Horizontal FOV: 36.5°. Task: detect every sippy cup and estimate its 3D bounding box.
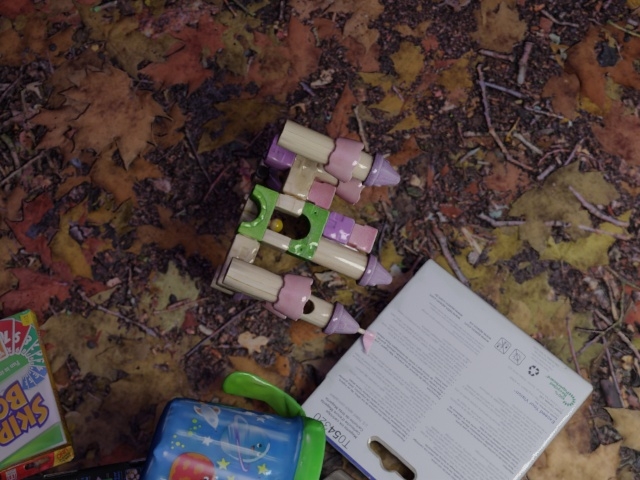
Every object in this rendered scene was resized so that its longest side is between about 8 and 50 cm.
[{"bbox_3d":[-0.136,0.331,1.367,0.224,0.305,0.240,21,96,-7],"label":"sippy cup"}]

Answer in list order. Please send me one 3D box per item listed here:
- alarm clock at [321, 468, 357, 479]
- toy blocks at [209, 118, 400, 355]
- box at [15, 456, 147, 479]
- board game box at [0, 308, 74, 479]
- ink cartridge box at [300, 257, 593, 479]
[{"bbox_3d":[0.010,0.393,1.395,0.064,0.192,0.129,32,76,26],"label":"alarm clock"},{"bbox_3d":[0.000,0.000,1.520,0.260,0.309,0.288,22,80,-9],"label":"toy blocks"},{"bbox_3d":[-0.305,0.483,1.449,0.293,0.073,0.295,-10,70,-1],"label":"box"},{"bbox_3d":[-0.491,0.251,1.566,0.124,0.039,0.259,-21,73,-3],"label":"board game box"},{"bbox_3d":[0.189,0.250,1.501,0.324,0.071,0.330,40,81,16],"label":"ink cartridge box"}]
